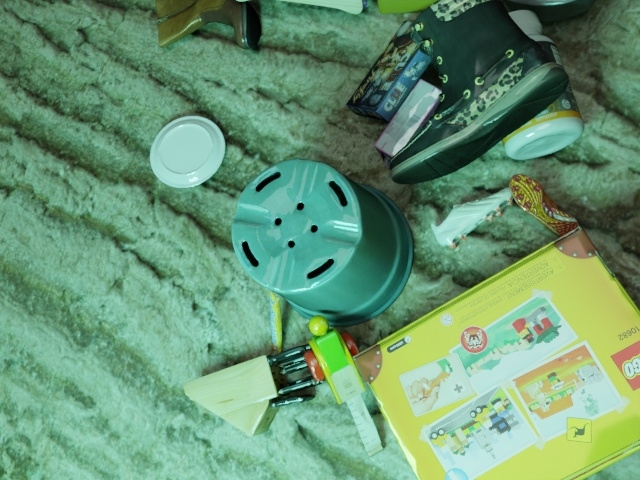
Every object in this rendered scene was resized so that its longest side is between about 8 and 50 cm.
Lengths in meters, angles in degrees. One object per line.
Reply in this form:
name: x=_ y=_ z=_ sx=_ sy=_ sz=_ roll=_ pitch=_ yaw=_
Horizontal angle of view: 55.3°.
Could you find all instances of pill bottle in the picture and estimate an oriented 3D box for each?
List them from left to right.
pill bottle: x=0.429 y=-0.323 z=1.275 sx=0.162 sy=0.162 sz=0.278 roll=-17 pitch=75 yaw=14

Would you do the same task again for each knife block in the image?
knife block: x=-0.137 y=0.298 z=1.372 sx=0.275 sy=0.088 sz=0.242 roll=25 pitch=87 yaw=20

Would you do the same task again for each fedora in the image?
fedora: x=0.498 y=-0.555 z=1.305 sx=0.275 sy=0.124 sz=0.244 roll=16 pitch=69 yaw=27

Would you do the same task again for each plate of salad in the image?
plate of salad: x=-0.336 y=-0.224 z=1.555 sx=0.199 sy=0.048 sz=0.200 roll=-2 pitch=73 yaw=8

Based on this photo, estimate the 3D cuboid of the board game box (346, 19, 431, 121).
board game box: x=0.173 y=-0.387 z=1.379 sx=0.243 sy=0.042 sz=0.165 roll=-55 pitch=28 yaw=1

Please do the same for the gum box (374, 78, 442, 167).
gum box: x=0.201 y=-0.248 z=1.360 sx=0.062 sy=0.107 sz=0.188 roll=36 pitch=91 yaw=20

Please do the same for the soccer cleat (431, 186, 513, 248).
soccer cleat: x=0.327 y=-0.062 z=1.309 sx=0.196 sy=0.068 sz=0.076 roll=-37 pitch=68 yaw=10

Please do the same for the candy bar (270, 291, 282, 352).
candy bar: x=-0.100 y=0.182 z=1.368 sx=0.018 sy=0.161 sz=0.040 roll=-15 pitch=34 yaw=-26

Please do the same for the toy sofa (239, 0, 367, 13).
toy sofa: x=-0.041 y=-0.675 z=1.473 sx=0.362 sy=0.177 sz=0.150 roll=9 pitch=42 yaw=9

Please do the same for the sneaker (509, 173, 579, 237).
sneaker: x=0.454 y=-0.066 z=1.263 sx=0.064 sy=0.067 sz=0.175 roll=-42 pitch=84 yaw=5

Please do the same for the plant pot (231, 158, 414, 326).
plant pot: x=0.000 y=0.000 z=1.256 sx=0.341 sy=0.334 sz=0.341 roll=-3 pitch=79 yaw=16

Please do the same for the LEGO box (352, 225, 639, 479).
LEGO box: x=0.374 y=0.268 z=1.162 sx=0.500 sy=0.193 sz=0.372 roll=-31 pitch=72 yaw=9

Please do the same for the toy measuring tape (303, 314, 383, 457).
toy measuring tape: x=0.048 y=0.298 z=1.294 sx=0.121 sy=0.121 sz=0.330 roll=-20 pitch=106 yaw=13

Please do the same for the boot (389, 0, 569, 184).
boot: x=0.259 y=-0.311 z=1.223 sx=0.377 sy=0.138 sz=0.284 roll=-35 pitch=67 yaw=30

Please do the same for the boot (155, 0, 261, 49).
boot: x=-0.306 y=-0.569 z=1.586 sx=0.280 sy=0.096 sz=0.264 roll=-17 pitch=75 yaw=14

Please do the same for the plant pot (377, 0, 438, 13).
plant pot: x=0.226 y=-0.666 z=1.391 sx=0.212 sy=0.187 sz=0.212 roll=3 pitch=81 yaw=18
